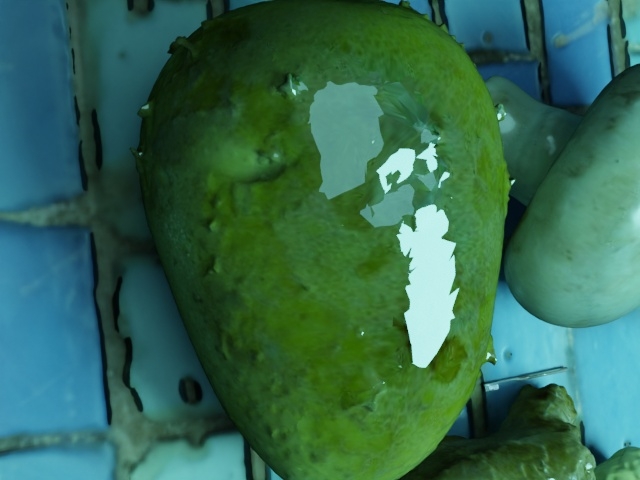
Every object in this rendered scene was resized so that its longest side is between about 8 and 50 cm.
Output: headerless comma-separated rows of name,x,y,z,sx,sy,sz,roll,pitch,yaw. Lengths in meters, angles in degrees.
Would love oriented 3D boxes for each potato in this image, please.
potato,0.018,0.001,0.673,0.269,0.219,0.359,-17,102,-15

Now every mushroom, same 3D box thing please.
mushroom,0.220,-0.058,0.788,0.243,0.243,0.243,1,87,-25

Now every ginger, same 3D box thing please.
ginger,0.112,0.210,0.746,0.333,0.166,0.080,-22,121,-29

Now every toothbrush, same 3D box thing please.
toothbrush,0.193,0.130,0.857,0.097,0.006,0.008,-8,92,-25

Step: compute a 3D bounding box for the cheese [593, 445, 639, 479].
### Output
cheese,0.258,0.279,0.836,0.167,0.094,0.123,-34,111,-18
